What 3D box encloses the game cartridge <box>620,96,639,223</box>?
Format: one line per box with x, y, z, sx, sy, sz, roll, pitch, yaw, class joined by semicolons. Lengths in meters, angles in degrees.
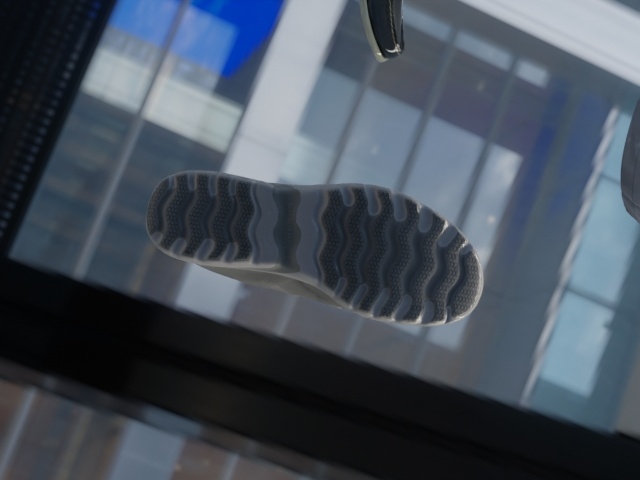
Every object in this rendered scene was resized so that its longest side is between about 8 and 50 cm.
0.419;-0.139;1.806;0.196;0.060;0.294;-34;151;-17;game cartridge

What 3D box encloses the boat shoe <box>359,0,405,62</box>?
0.079;-0.328;1.802;0.095;0.079;0.255;-26;111;-81;boat shoe

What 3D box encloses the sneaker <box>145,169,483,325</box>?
0.000;0.000;1.356;0.115;0.281;0.105;64;43;-84;sneaker
